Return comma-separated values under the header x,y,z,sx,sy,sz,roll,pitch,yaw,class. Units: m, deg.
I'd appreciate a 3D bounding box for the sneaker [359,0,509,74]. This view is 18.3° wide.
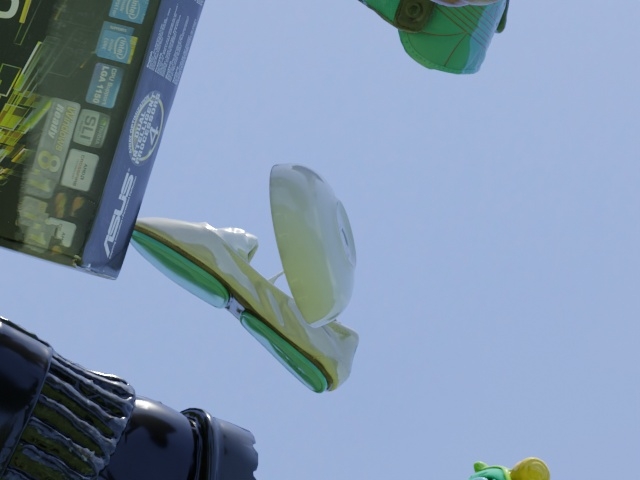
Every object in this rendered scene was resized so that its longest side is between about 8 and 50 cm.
x,y,z,sx,sy,sz,roll,pitch,yaw,class
0.110,-0.183,1.156,0.295,0.124,0.178,14,-78,39,sneaker

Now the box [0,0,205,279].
x,y,z,sx,sy,sz,roll,pitch,yaw,class
-0.264,-0.194,1.678,0.318,0.395,0.097,16,-4,19,box

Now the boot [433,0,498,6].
x,y,z,sx,sy,sz,roll,pitch,yaw,class
-0.037,-0.200,0.972,0.220,0.109,0.283,-29,-102,27,boot

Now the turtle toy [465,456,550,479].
x,y,z,sx,sy,sz,roll,pitch,yaw,class
0.119,0.209,1.331,0.066,0.130,0.095,-4,-26,-25,turtle toy

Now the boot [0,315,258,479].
x,y,z,sx,sy,sz,roll,pitch,yaw,class
-0.180,0.191,1.032,0.260,0.348,0.131,28,-45,-26,boot

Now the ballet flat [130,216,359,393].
x,y,z,sx,sy,sz,roll,pitch,yaw,class
-0.065,0.041,1.843,0.248,0.086,0.086,40,-46,-4,ballet flat

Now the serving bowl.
x,y,z,sx,sy,sz,roll,pitch,yaw,class
0.000,0.000,0.978,0.027,0.083,0.083,-13,-49,11,serving bowl
